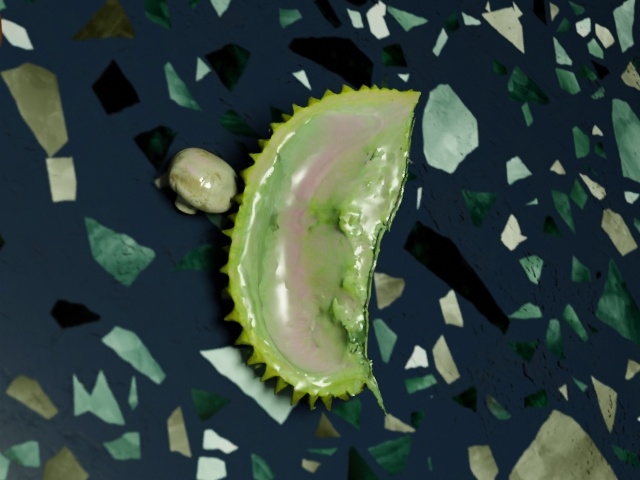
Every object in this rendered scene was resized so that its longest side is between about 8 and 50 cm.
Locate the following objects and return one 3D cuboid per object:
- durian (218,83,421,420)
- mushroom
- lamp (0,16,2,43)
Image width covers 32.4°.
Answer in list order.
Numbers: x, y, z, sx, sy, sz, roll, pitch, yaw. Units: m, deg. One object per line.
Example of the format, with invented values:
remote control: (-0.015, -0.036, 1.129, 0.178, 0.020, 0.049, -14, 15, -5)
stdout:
durian: (0.000, 0.000, 1.160, 0.158, 0.169, 0.352, 14, 84, -50)
mushroom: (-0.128, -0.061, 1.180, 0.083, 0.067, 0.083, 27, 21, -11)
lamp: (-0.388, -0.206, 0.990, 0.187, 0.187, 0.164, -14, 79, -38)
